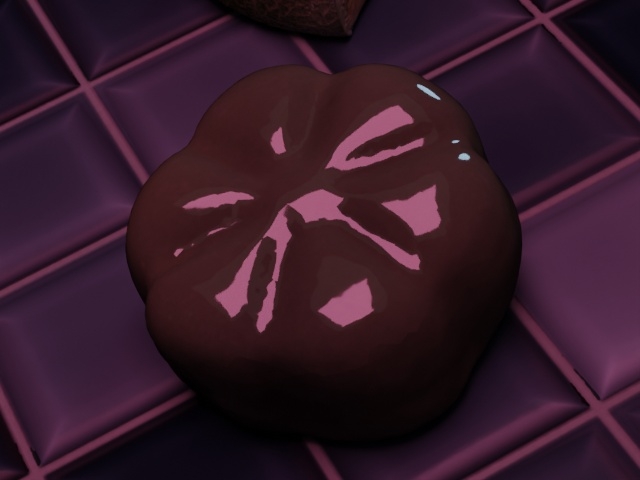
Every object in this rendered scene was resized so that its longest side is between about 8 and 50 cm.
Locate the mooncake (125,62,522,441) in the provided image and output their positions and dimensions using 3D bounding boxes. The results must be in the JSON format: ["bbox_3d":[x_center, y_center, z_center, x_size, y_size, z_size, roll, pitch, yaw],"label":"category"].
[{"bbox_3d":[0.000,0.000,1.079,0.275,0.135,0.275,-8,52,10],"label":"mooncake"}]

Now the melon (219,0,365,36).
[{"bbox_3d":[-0.045,-0.218,1.332,0.182,0.054,0.098,9,47,21],"label":"melon"}]
